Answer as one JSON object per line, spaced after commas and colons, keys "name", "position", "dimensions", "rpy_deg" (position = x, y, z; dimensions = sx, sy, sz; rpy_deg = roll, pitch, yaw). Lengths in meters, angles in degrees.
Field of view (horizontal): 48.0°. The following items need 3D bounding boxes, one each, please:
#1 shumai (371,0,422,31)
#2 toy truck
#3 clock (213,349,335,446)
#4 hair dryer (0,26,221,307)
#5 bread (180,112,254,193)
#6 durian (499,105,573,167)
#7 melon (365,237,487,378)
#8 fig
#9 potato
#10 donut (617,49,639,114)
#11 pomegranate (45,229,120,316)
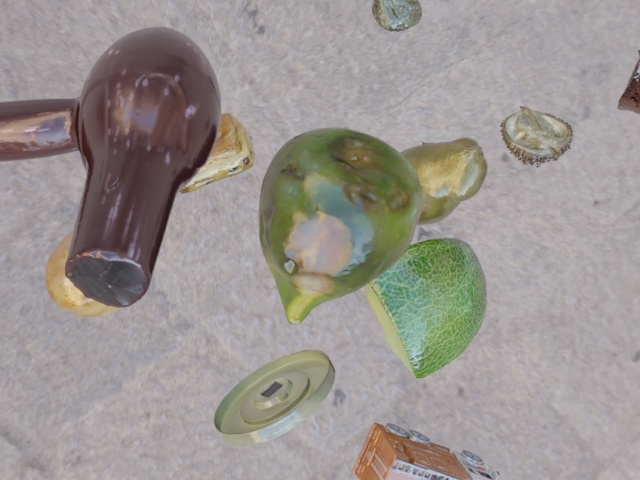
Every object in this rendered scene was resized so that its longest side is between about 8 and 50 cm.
{"name": "shumai", "position": [0.107, -0.347, 1.010], "dimensions": [0.082, 0.080, 0.083], "rpy_deg": [31, 54, 21]}
{"name": "toy truck", "position": [0.303, 0.647, 1.943], "dimensions": [0.388, 0.207, 0.173], "rpy_deg": [22, 94, -17]}
{"name": "clock", "position": [-0.083, 0.273, 1.277], "dimensions": [0.235, 0.235, 0.029], "rpy_deg": [-29, 108, -3]}
{"name": "hair dryer", "position": [-0.262, -0.069, 0.622], "dimensions": [0.341, 0.312, 0.123], "rpy_deg": [-4, 133, 9]}
{"name": "bread", "position": [-0.271, -0.223, 1.753], "dimensions": [0.210, 0.235, 0.099], "rpy_deg": [-20, 123, 2]}
{"name": "durian", "position": [0.469, -0.225, 1.584], "dimensions": [0.148, 0.188, 0.091], "rpy_deg": [-12, 144, 3]}
{"name": "melon", "position": [0.291, 0.134, 1.846], "dimensions": [0.343, 0.226, 0.331], "rpy_deg": [-32, 93, -16]}
{"name": "fig", "position": [0.000, 0.000, 0.898], "dimensions": [0.206, 0.206, 0.275], "rpy_deg": [15, 133, -11]}
{"name": "potato", "position": [0.293, -0.156, 1.853], "dimensions": [0.202, 0.351, 0.218], "rpy_deg": [48, 50, -10]}
{"name": "donut", "position": [0.662, -0.299, 1.422], "dimensions": [0.126, 0.186, 0.144], "rpy_deg": [28, 51, 23]}
{"name": "pomegranate", "position": [-0.506, 0.070, 1.602], "dimensions": [0.207, 0.207, 0.207], "rpy_deg": [-2, 100, -9]}
